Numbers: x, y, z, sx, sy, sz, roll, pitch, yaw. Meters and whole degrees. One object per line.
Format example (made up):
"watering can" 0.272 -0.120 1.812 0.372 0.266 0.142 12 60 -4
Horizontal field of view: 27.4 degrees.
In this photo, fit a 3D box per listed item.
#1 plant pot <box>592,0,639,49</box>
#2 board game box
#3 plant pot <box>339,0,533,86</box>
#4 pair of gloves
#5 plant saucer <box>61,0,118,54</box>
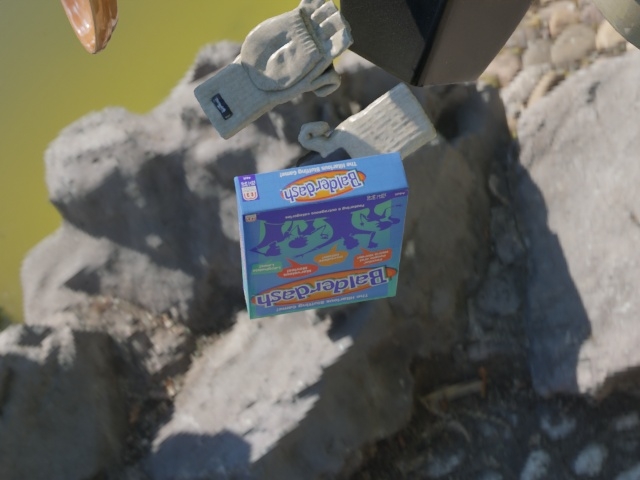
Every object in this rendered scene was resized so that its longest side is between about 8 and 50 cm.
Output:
"plant pot" 0.344 -0.278 0.965 0.333 0.305 0.334 3 75 -9
"board game box" 0.000 0.000 1.303 0.160 0.210 0.047 -10 60 -6
"plant pot" 0.130 -0.285 1.560 0.187 0.167 0.188 35 32 33
"pair of gloves" -0.006 -0.144 1.499 0.204 0.042 0.240 -43 79 15
"plant saucer" -0.270 -0.308 1.465 0.037 0.200 0.200 -20 54 -15
